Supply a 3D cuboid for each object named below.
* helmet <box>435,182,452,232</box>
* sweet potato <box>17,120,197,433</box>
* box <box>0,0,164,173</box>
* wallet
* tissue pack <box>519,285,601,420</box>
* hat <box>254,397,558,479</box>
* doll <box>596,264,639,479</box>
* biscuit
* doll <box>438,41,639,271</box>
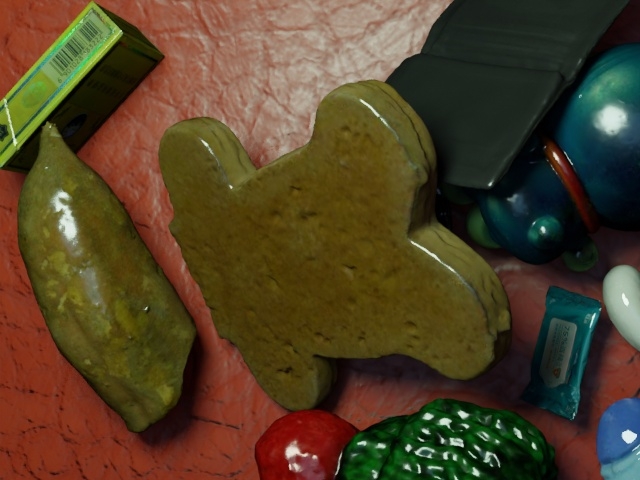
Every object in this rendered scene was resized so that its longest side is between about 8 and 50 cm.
[{"bbox_3d":[0.081,-0.032,1.338,0.153,0.107,0.177,-14,98,22],"label":"helmet"},{"bbox_3d":[-0.264,0.045,1.364,0.158,0.158,0.370,-27,102,10],"label":"sweet potato"},{"bbox_3d":[-0.303,-0.176,1.412,0.220,0.141,0.064,-44,80,7],"label":"box"},{"bbox_3d":[0.181,-0.192,1.254,0.247,0.041,0.323,17,62,50],"label":"wallet"},{"bbox_3d":[0.273,0.125,1.313,0.085,0.028,0.138,17,97,55],"label":"tissue pack"},{"bbox_3d":[0.078,0.294,1.280,0.332,0.242,0.274,16,55,27],"label":"hat"},{"bbox_3d":[0.426,0.237,1.206,0.376,0.187,0.366,17,81,41],"label":"doll"},{"bbox_3d":[0.000,0.000,1.273,0.394,0.076,0.368,-19,100,45],"label":"biscuit"},{"bbox_3d":[0.300,-0.085,1.234,0.322,0.186,0.198,-38,123,5],"label":"doll"}]
